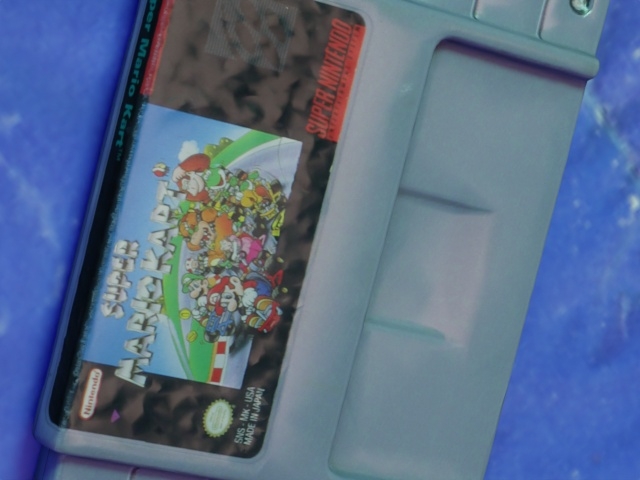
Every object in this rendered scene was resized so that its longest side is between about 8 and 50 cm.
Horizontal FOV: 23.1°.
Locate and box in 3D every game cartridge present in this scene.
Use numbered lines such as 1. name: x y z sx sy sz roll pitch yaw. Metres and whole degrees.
1. game cartridge: 0.000 0.000 0.761 0.230 0.068 0.355 12 94 -25
